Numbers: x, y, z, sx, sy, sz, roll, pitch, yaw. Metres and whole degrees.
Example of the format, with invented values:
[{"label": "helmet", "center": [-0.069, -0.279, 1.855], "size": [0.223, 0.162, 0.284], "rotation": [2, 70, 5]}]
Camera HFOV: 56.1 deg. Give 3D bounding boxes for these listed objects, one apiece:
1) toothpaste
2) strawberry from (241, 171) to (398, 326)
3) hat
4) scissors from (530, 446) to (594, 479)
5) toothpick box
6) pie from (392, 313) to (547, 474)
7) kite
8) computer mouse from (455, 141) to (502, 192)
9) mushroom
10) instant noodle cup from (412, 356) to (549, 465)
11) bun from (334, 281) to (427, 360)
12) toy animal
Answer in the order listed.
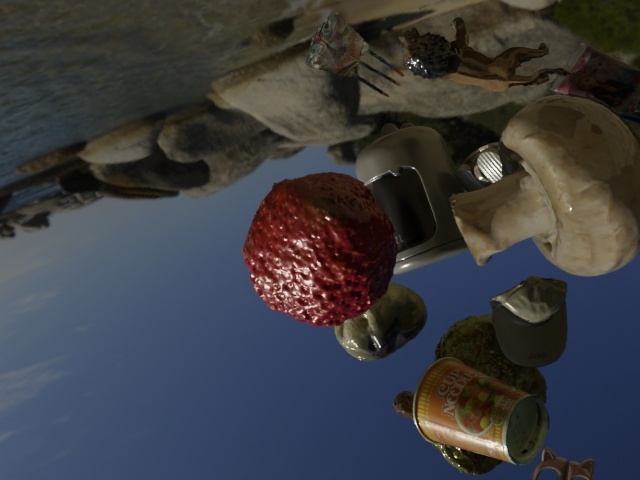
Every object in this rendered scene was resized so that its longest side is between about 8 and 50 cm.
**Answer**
[{"label": "toothpaste", "center": [0.519, -0.244, 1.004], "size": [0.096, 0.266, 0.061], "rotation": [-55, 145, 10]}, {"label": "strawberry", "center": [0.000, 0.000, 0.946], "size": [0.257, 0.257, 0.277], "rotation": [-25, 157, -14]}, {"label": "hat", "center": [0.580, 0.218, 1.604], "size": [0.214, 0.245, 0.149], "rotation": [-13, 171, 4]}, {"label": "scissors", "center": [0.475, 0.587, 1.215], "size": [0.160, 0.318, 0.024], "rotation": [11, 179, 14]}, {"label": "toothpick box", "center": [0.205, -0.105, 1.287], "size": [0.228, 0.317, 0.229], "rotation": [-18, 173, -2]}, {"label": "pie", "center": [0.465, 0.444, 1.734], "size": [0.418, 0.395, 0.180], "rotation": [-46, -172, -11]}, {"label": "kite", "center": [0.079, -0.399, 1.347], "size": [0.127, 0.229, 0.016], "rotation": [-54, -160, 19]}, {"label": "computer mouse", "center": [0.385, -0.099, 1.187], "size": [0.145, 0.236, 0.082], "rotation": [-32, -148, 55]}, {"label": "mushroom", "center": [0.355, -0.067, 0.942], "size": [0.289, 0.298, 0.297], "rotation": [-27, -168, 4]}, {"label": "instant noodle cup", "center": [0.282, 0.303, 1.041], "size": [0.168, 0.169, 0.185], "rotation": [-29, -161, -30]}, {"label": "bun", "center": [0.174, 0.240, 1.704], "size": [0.272, 0.273, 0.168], "rotation": [-22, -132, 0]}, {"label": "toy animal", "center": [0.190, -0.209, 0.701], "size": [0.219, 0.069, 0.086], "rotation": [3, -137, -9]}]
